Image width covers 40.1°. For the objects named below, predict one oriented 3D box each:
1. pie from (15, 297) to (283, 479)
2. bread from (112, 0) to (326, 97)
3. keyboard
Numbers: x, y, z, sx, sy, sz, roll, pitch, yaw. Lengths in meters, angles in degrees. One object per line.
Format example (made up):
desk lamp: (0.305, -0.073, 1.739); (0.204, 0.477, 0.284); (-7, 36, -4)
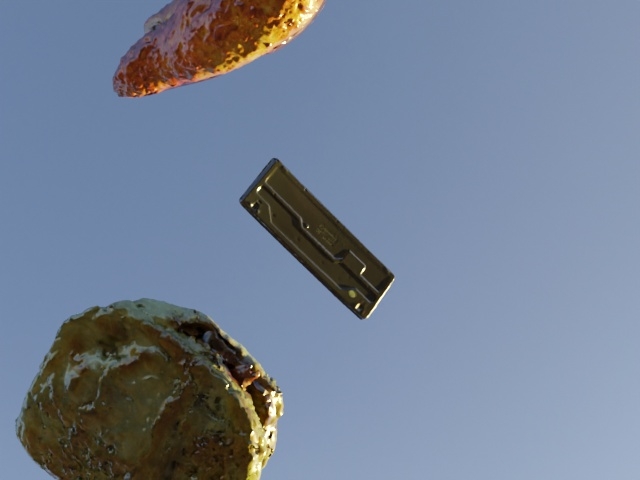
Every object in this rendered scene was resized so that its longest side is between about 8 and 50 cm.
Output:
pie: (-0.278, 0.285, 1.365); (0.418, 0.180, 0.395); (25, -69, 10)
bread: (-0.101, -0.214, 0.841); (0.269, 0.139, 0.095); (-9, -52, 32)
keyboard: (0.000, 0.000, 0.731); (0.155, 0.010, 0.053); (45, -110, -20)
